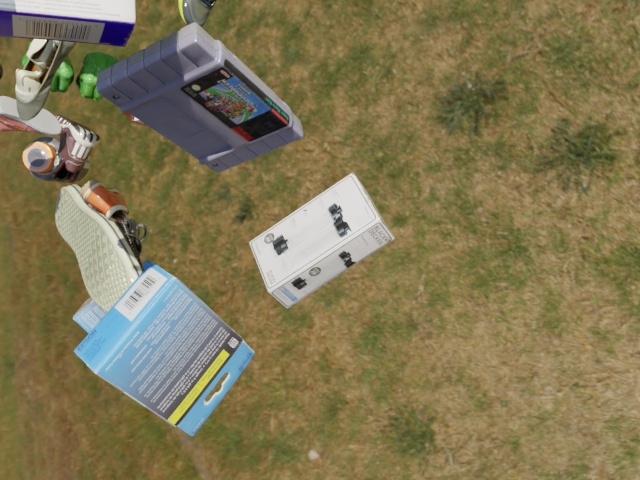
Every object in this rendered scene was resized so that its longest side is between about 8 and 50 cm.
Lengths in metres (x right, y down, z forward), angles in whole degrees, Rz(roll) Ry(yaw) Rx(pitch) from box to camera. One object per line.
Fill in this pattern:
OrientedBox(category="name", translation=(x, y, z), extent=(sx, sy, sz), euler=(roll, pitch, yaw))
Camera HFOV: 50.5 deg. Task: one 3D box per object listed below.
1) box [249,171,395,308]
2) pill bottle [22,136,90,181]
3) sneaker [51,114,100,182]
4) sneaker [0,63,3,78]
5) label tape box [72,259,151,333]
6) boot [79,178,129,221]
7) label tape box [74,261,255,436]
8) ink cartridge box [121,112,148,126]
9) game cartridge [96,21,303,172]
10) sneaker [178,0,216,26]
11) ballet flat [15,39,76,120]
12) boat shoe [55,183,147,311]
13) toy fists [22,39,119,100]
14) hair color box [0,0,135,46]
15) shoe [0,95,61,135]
OrientedBox(category="box", translation=(0.000, 0.000, 1.504), extent=(0.290, 0.087, 0.169), euler=(-35, 47, 7))
OrientedBox(category="pill bottle", translation=(-0.793, -0.240, 2.028), extent=(0.130, 0.246, 0.131), euler=(0, 93, 1))
OrientedBox(category="sneaker", translation=(-0.702, -0.248, 1.868), extent=(0.281, 0.106, 0.163), euler=(30, 95, 59))
OrientedBox(category="sneaker", translation=(-0.914, -0.451, 1.590), extent=(0.116, 0.313, 0.136), euler=(-56, 41, 36))
OrientedBox(category="label tape box", translation=(-0.535, 0.208, 2.037), extent=(0.333, 0.241, 0.106), euler=(-35, 16, 20))
OrientedBox(category="boot", translation=(-0.407, -0.063, 1.331), extent=(0.084, 0.158, 0.059), euler=(41, 87, 6))
OrientedBox(category="label tape box", translation=(-0.331, 0.250, 1.517), extent=(0.115, 0.348, 0.249), euler=(24, 70, 41))
OrientedBox(category="ink cartridge box", translation=(-0.436, -0.303, 1.687), extent=(0.115, 0.063, 0.029), euler=(-3, 84, 31))
OrientedBox(category="game cartridge", translation=(-0.210, -0.249, 1.282), extent=(0.230, 0.355, 0.068), euler=(-15, 64, 25))
OrientedBox(category="sneaker", translation=(-0.305, -0.745, 1.943), extent=(0.121, 0.111, 0.300), euler=(26, 92, 39))
OrientedBox(category="ballet flat", translation=(-0.529, -0.321, 1.263), extent=(0.072, 0.068, 0.213), euler=(42, 106, 17))
OrientedBox(category="boat shoe", translation=(-0.511, 0.012, 1.669), extent=(0.500, 0.156, 0.187), euler=(42, 117, 44))
OrientedBox(category="toy fists", translation=(-0.681, -0.463, 1.890), extent=(0.096, 0.279, 0.142), euler=(-59, 36, 34))
OrientedBox(category="hair color box", translation=(-0.337, -0.428, 0.849), extent=(0.110, 0.185, 0.339), euler=(177, 91, -66))
OrientedBox(category="shoe", translation=(-0.744, -0.299, 1.690), extent=(0.081, 0.178, 0.064), euler=(-19, 66, 31))
